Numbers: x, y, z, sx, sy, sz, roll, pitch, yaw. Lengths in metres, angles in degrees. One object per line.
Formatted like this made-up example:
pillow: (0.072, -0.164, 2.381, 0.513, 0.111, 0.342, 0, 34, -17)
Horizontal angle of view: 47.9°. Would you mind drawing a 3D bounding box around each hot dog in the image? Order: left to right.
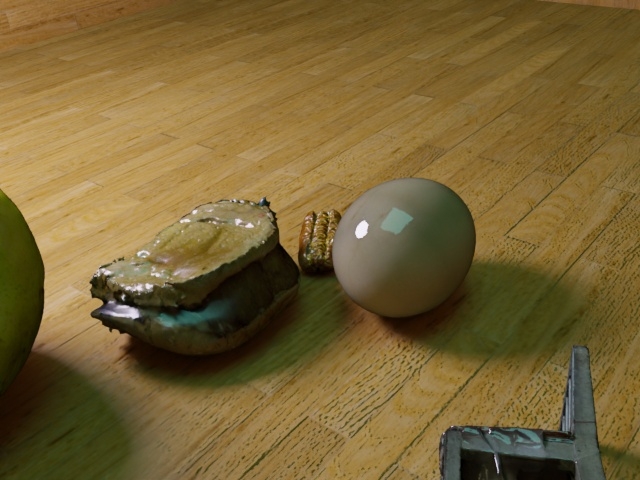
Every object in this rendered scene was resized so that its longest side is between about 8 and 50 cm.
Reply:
hot dog: (0.000, 0.000, 1.160, 0.071, 0.045, 0.165, 0, 30, 4)

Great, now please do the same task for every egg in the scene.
egg: (0.119, 0.005, 0.997, 0.185, 0.186, 0.241, 16, 35, 31)

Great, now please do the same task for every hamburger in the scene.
hamburger: (-0.146, 0.055, 1.002, 0.211, 0.133, 0.308, 21, 39, 35)

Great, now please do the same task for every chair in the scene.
chair: (0.181, 0.225, 0.668, 0.147, 0.136, 0.270, 3, 33, 10)

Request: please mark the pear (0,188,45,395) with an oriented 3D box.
pear: (-0.526, 0.063, 0.848, 0.390, 0.391, 0.391, -3, 31, 2)
